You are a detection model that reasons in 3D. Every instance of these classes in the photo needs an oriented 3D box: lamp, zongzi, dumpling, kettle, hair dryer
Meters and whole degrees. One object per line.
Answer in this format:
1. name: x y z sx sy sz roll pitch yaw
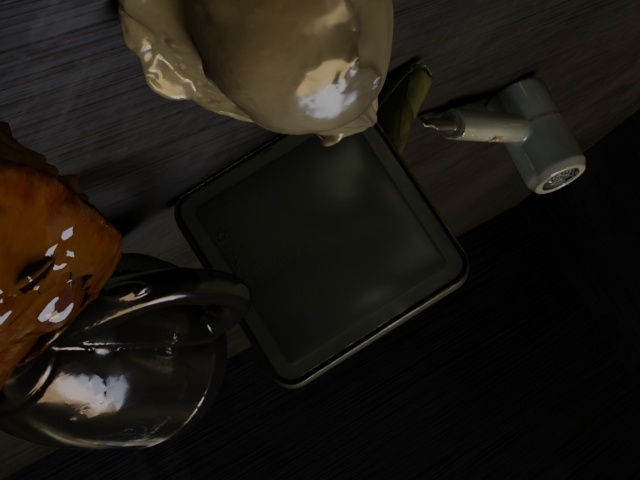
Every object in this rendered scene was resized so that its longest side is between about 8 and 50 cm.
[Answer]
1. lamp: 0.000 0.000 1.451 0.269 0.266 0.047 -32 167 -4
2. zongzi: 0.107 -0.151 1.506 0.104 0.113 0.052 -37 148 17
3. dumpling: -0.045 -0.155 0.877 0.193 0.147 0.258 0 147 6
4. kettle: -0.230 0.102 1.307 0.320 0.228 0.324 -20 168 18
5. hair dryer: 0.267 -0.165 1.933 0.357 0.173 0.107 -3 150 -46

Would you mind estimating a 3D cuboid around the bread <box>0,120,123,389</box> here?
1. bread: -0.301 0.026 0.766 0.336 0.204 0.358 -29 167 -6
